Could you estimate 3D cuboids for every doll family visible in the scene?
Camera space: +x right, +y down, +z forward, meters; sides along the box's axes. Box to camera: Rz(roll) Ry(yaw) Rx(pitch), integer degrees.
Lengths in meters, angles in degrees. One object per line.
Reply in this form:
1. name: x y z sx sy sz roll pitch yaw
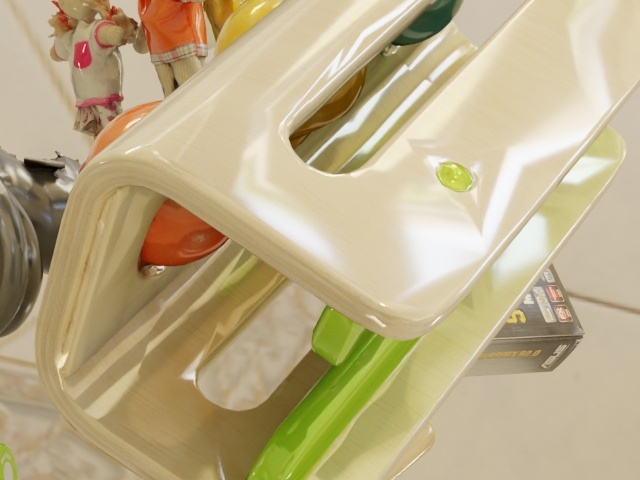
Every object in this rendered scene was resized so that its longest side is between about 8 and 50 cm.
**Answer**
1. doll family: -0.082 -0.135 1.111 0.118 0.263 0.163 -7 88 -24

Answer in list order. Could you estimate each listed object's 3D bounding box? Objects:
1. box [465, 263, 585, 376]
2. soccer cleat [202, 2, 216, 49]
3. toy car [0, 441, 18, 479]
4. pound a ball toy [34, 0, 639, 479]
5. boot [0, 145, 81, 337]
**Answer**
1. box: 0.082 -0.001 1.421 0.183 0.056 0.231 0 53 -30
2. soccer cleat: -0.034 -0.328 1.727 0.143 0.116 0.331 18 85 9
3. toy car: -0.337 0.165 1.363 0.155 0.149 0.188 -8 129 9
4. pound a ball toy: 0.000 0.000 0.630 0.135 0.208 0.319 34 46 11
5. boot: -0.216 0.011 1.678 0.445 0.367 0.146 18 103 -45
